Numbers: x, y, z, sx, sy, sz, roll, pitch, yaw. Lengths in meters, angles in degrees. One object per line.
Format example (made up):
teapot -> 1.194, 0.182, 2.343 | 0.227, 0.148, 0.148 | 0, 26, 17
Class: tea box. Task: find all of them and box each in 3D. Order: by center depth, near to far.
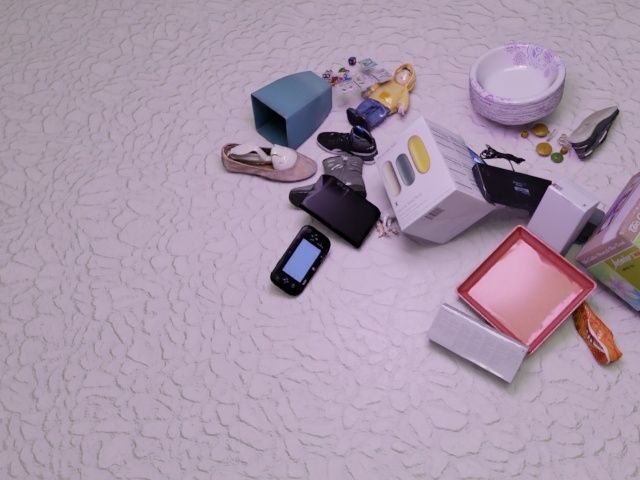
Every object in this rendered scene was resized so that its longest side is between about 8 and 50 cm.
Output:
tea box -> 0.891, 0.003, 1.555 | 0.323, 0.220, 0.329 | 39, 71, 7

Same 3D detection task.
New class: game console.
game console -> 0.000, 0.000, 1.787 | 0.213, 0.044, 0.361 | 34, 78, -3

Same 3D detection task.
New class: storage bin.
storage bin -> 0.711, -0.069, 1.713 | 0.135, 0.091, 0.098 | 28, 64, -7

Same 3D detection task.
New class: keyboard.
keyboard -> 0.548, -0.170, 1.756 | 0.317, 0.033, 0.202 | 8, 59, -32

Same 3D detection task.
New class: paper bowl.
paper bowl -> 0.610, -0.474, 1.942 | 0.284, 0.148, 0.284 | -7, 52, 9

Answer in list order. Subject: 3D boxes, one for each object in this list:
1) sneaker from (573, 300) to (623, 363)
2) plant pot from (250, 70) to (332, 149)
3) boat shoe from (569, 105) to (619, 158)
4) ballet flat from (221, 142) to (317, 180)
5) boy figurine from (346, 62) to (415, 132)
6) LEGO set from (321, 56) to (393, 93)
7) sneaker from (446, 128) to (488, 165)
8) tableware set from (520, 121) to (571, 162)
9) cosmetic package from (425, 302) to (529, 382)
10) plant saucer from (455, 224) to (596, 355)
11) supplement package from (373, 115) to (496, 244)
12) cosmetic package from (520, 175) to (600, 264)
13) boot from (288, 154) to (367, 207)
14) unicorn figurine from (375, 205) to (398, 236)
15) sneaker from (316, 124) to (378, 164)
sneaker -> 0.708, 0.233, 1.595 | 0.067, 0.064, 0.175 | -8, 63, -20
plant pot -> -0.079, -0.437, 2.020 | 0.165, 0.166, 0.234 | 39, 65, 25
boat shoe -> 0.841, -0.336, 1.897 | 0.233, 0.079, 0.084 | -41, 21, -26
ballet flat -> -0.169, -0.255, 1.955 | 0.315, 0.106, 0.108 | 4, 61, 9
boy figurine -> 0.222, -0.468, 2.036 | 0.285, 0.092, 0.177 | -43, 57, -14
LEGO set -> 0.114, -0.548, 2.090 | 0.182, 0.060, 0.244 | -21, 39, -10
sneaker -> 0.433, -0.252, 1.908 | 0.209, 0.069, 0.082 | 44, 106, 17
tableware set -> 0.694, -0.304, 1.920 | 0.154, 0.024, 0.104 | 36, 74, 23
cosmetic package -> 0.401, 0.258, 1.591 | 0.239, 0.060, 0.099 | 28, 102, 21
plant saucer -> 0.538, 0.131, 1.646 | 0.259, 0.048, 0.258 | -45, 64, -2
supplement package -> 0.315, -0.164, 1.742 | 0.199, 0.198, 0.263 | -40, 52, 33
cosmetic package -> 0.628, -0.044, 1.649 | 0.085, 0.231, 0.117 | -29, 60, -32
boot -> 0.019, -0.184, 1.915 | 0.246, 0.083, 0.161 | -5, 55, -4
unicorn figurine -> 0.229, -0.084, 1.828 | 0.161, 0.060, 0.111 | -22, 49, 1
sneaker -> 0.083, -0.326, 1.954 | 0.216, 0.121, 0.079 | 21, 64, 18
